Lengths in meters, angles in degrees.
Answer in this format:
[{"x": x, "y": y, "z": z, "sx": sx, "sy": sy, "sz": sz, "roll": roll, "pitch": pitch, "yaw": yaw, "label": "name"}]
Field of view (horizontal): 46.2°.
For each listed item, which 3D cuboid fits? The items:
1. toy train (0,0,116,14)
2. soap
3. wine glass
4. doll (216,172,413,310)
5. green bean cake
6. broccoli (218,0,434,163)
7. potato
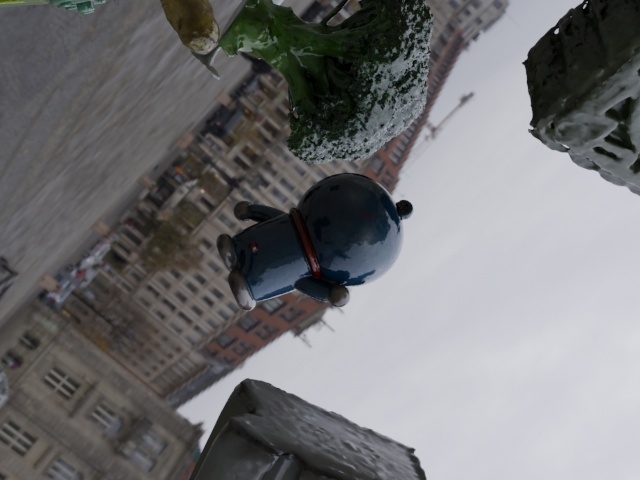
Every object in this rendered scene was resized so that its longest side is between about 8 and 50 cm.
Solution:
[{"x": -0.401, "y": -0.378, "z": 1.015, "sx": 0.237, "sy": 0.150, "sz": 0.369, "roll": -10, "pitch": -162, "yaw": -14, "label": "toy train"}, {"x": -0.043, "y": 0.443, "z": 0.942, "sx": 0.213, "sy": 0.350, "sz": 0.435, "roll": -90, "pitch": -158, "yaw": -82, "label": "soap"}, {"x": -0.113, "y": -0.393, "z": 1.269, "sx": 0.262, "sy": 0.074, "sz": 0.074, "roll": -46, "pitch": -169, "yaw": 12, "label": "wine glass"}, {"x": 0.000, "y": 0.000, "z": 0.573, "sx": 0.152, "sy": 0.114, "sz": 0.085, "roll": -22, "pitch": 155, "yaw": -3, "label": "doll"}, {"x": 0.358, "y": -0.163, "z": 0.714, "sx": 0.255, "sy": 0.241, "sz": 0.132, "roll": -41, "pitch": -148, "yaw": 43, "label": "green bean cake"}, {"x": 0.021, "y": -0.253, "z": 1.045, "sx": 0.297, "sy": 0.297, "sz": 0.297, "roll": -50, "pitch": -159, "yaw": 28, "label": "broccoli"}, {"x": -0.124, "y": -0.216, "z": 0.718, "sx": 0.045, "sy": 0.092, "sz": 0.046, "roll": -28, "pitch": 164, "yaw": -3, "label": "potato"}]
